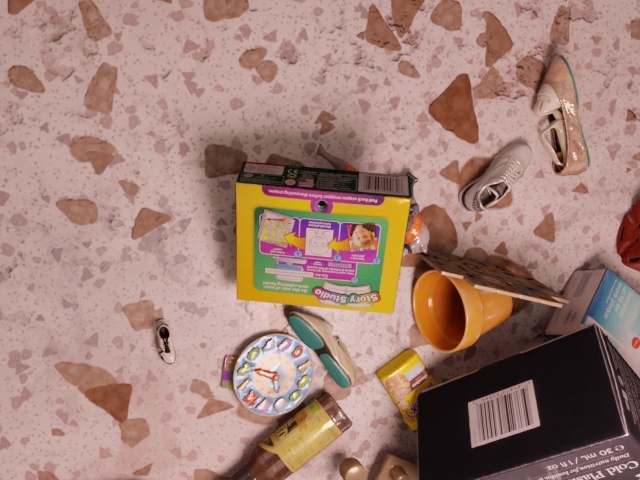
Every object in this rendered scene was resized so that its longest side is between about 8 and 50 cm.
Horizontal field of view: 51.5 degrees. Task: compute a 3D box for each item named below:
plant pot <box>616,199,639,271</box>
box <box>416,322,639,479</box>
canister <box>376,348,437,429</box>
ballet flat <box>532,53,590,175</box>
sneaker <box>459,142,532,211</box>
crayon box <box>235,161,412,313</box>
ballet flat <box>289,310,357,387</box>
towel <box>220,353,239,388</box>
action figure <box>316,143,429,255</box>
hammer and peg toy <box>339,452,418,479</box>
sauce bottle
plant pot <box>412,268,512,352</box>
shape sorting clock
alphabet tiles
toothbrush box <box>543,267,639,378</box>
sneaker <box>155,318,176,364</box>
[{"bbox_3d":[0.961,0.011,1.756,0.265,0.272,0.272,17,93,-8],"label":"plant pot"},{"bbox_3d":[0.549,0.510,1.528,0.480,0.297,0.472,-30,121,29],"label":"box"},{"bbox_3d":[0.236,0.380,1.701,0.126,0.073,0.170,-35,103,-8],"label":"canister"},{"bbox_3d":[0.606,-0.310,1.691,0.106,0.107,0.316,-19,101,-4],"label":"ballet flat"},{"bbox_3d":[0.461,-0.155,1.677,0.235,0.095,0.090,-46,104,-6],"label":"sneaker"},{"bbox_3d":[0.000,0.000,1.461,0.362,0.106,0.313,6,126,2],"label":"crayon box"},{"bbox_3d":[0.014,0.252,1.630,0.086,0.086,0.248,-36,106,-7],"label":"ballet flat"},{"bbox_3d":[-0.207,0.319,1.610,0.060,0.009,0.083,8,96,-16],"label":"towel"},{"bbox_3d":[0.102,-0.029,1.563,0.330,0.178,0.341,20,90,-7],"label":"action figure"},{"bbox_3d":[0.176,0.684,1.698,0.361,0.127,0.266,24,93,-16],"label":"hammer and peg toy"},{"bbox_3d":[-0.086,0.513,1.614,0.344,0.111,0.111,-37,105,-9],"label":"sauce bottle"},{"bbox_3d":[0.366,0.160,1.653,0.188,0.205,0.205,-9,100,-29],"label":"plant pot"},{"bbox_3d":[-0.112,0.328,1.613,0.206,0.040,0.206,-3,100,-18],"label":"shape sorting clock"},{"bbox_3d":[0.411,0.087,1.597,0.342,0.285,0.011,13,102,-16],"label":"alphabet tiles"},{"bbox_3d":[0.778,0.245,1.775,0.295,0.126,0.216,38,73,-17],"label":"toothbrush box"},{"bbox_3d":[-0.362,0.240,1.542,0.040,0.044,0.109,-15,102,-14],"label":"sneaker"}]
